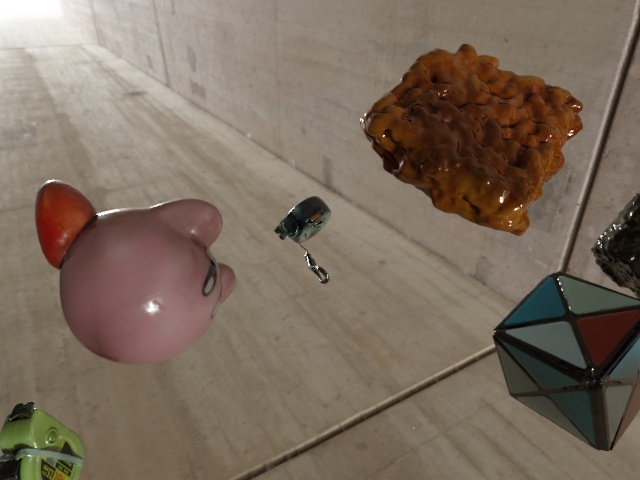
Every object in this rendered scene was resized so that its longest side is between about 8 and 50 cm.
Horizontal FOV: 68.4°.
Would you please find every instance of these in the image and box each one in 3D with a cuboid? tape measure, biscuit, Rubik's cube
[{"bbox_3d":[-0.498,0.400,0.841,0.154,0.087,0.177,-96,168,-45],"label":"tape measure"},{"bbox_3d":[0.251,-0.184,0.784,0.318,0.312,0.110,34,-27,13],"label":"biscuit"},{"bbox_3d":[0.002,0.002,0.887,0.180,0.107,0.104,51,4,30],"label":"tape measure"},{"bbox_3d":[0.569,0.257,1.047,0.248,0.250,0.246,24,-34,54],"label":"Rubik's cube"}]

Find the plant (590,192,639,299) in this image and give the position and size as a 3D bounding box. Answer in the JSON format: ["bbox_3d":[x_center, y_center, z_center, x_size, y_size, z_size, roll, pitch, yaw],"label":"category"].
[{"bbox_3d":[0.808,-0.014,1.076,0.215,0.312,0.213,43,8,-48],"label":"plant"}]

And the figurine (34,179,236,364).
[{"bbox_3d":[-0.269,0.070,0.675,0.211,0.261,0.269,-89,179,-48],"label":"figurine"}]
